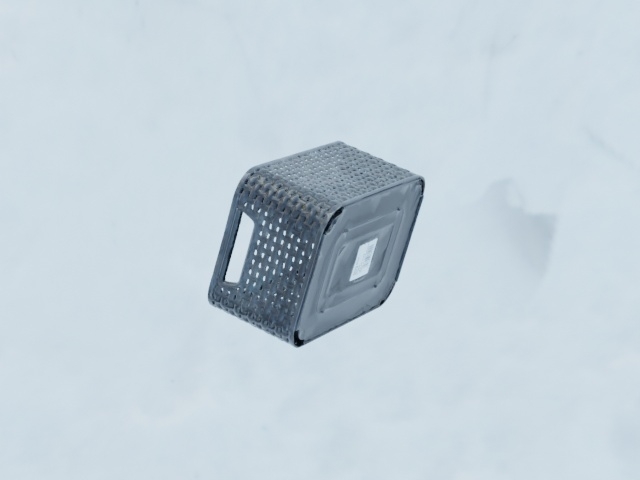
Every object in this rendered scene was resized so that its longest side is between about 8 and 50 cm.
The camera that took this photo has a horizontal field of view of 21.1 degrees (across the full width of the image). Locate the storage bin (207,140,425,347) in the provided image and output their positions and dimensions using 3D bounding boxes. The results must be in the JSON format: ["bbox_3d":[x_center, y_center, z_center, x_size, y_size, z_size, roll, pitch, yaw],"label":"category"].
[{"bbox_3d":[0.000,0.000,1.379,0.084,0.180,0.122,25,112,23],"label":"storage bin"}]
